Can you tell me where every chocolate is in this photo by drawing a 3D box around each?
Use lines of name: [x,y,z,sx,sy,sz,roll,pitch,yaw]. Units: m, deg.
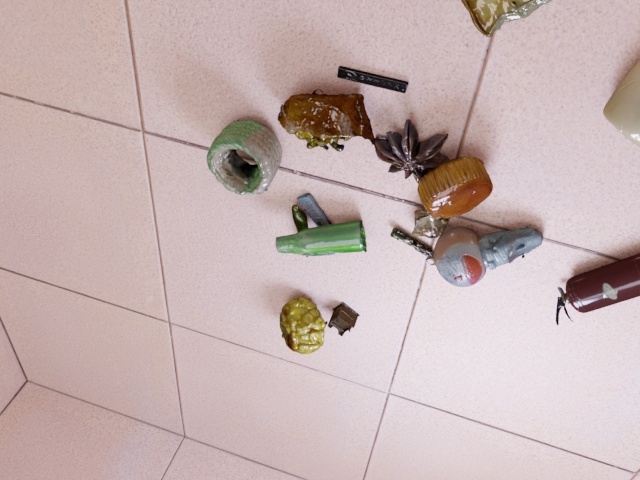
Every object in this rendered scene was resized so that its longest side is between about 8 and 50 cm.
chocolate: [0.000,0.000,1.990,0.290,0.110,0.110,-6,129,11]

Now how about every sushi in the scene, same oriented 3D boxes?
sushi: [0.014,-0.322,1.703,0.296,0.167,0.179,4,109,12]

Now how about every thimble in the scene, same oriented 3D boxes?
thimble: [-0.222,-0.249,1.867,0.218,0.150,0.219,12,133,14]

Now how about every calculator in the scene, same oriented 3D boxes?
calculator: [-0.010,-0.083,2.022,0.057,0.018,0.172,-16,123,36]

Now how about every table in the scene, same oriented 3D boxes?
table: [0.082,0.293,2.275,0.083,0.082,0.070,39,134,-14]

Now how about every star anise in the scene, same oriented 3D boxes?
star anise: [0.254,-0.241,1.717,0.236,0.093,0.229,11,139,19]

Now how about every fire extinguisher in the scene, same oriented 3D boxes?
fire extinguisher: [0.823,0.139,1.779,0.114,0.136,0.337,21,145,-38]

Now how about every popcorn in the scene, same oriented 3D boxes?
popcorn: [-0.064,0.319,2.303,0.169,0.218,0.189,-17,149,-9]

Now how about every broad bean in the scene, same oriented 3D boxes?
broad bean: [-0.062,-0.040,2.057,0.046,0.061,0.196,-14,116,-5]

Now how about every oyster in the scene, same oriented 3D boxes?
oyster: [0.334,-0.069,1.856,0.105,0.056,0.177,5,139,-2]

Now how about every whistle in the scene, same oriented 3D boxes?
whistle: [0.479,0.040,1.825,0.347,0.189,0.189,-13,125,19]

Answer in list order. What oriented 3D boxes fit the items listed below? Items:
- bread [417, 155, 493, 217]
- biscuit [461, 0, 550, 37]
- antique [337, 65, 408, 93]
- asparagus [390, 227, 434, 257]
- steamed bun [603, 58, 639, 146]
bread: [0.368,-0.137,1.685,0.199,0.104,0.199,-13,153,-7]
biscuit: [0.444,-0.608,1.308,0.334,0.078,0.329,0,127,23]
antique: [0.138,-0.427,1.643,0.191,0.015,0.031,16,135,10]
asparagus: [0.296,0.011,1.958,0.165,0.036,0.030,31,143,-7]
steamed bun: [0.784,-0.286,1.391,0.250,0.155,0.200,27,135,2]
